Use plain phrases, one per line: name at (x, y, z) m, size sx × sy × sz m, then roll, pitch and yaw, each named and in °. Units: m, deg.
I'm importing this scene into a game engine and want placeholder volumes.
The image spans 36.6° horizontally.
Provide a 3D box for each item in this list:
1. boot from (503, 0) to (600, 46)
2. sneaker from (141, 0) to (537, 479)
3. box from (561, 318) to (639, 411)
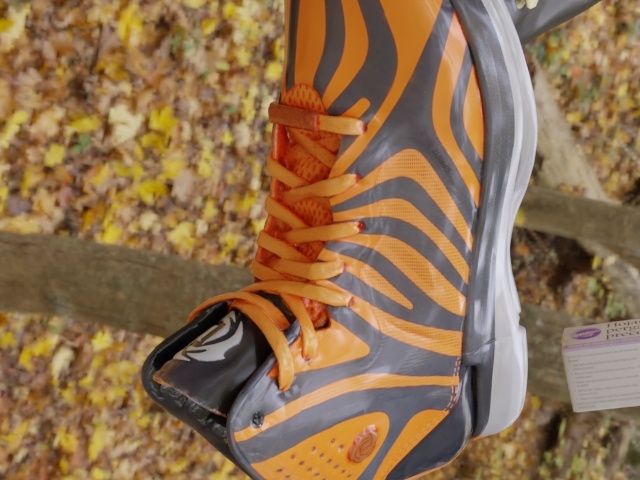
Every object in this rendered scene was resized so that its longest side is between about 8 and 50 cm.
boot at (0.168, -0.224, 0.624) m, size 0.284 × 0.138 × 0.377 m, roll -32°, pitch -179°, yaw -30°
sneaker at (0.000, 0.000, 0.447) m, size 0.180 × 0.124 × 0.321 m, roll -26°, pitch 116°, yaw -28°
box at (0.379, 0.093, 0.848) m, size 0.063 × 0.323 × 0.067 m, roll -44°, pitch 121°, yaw -67°
